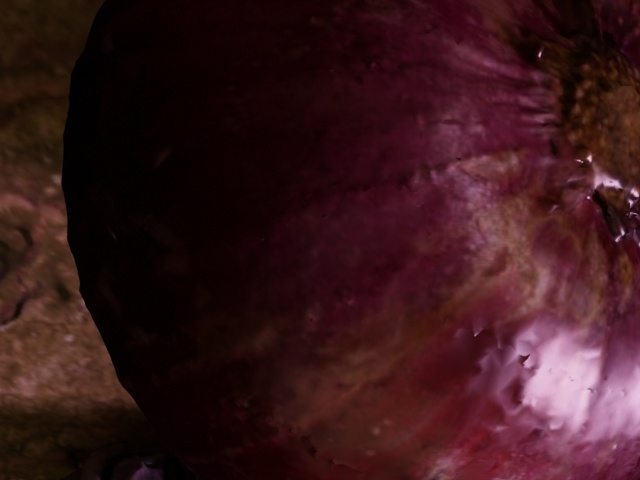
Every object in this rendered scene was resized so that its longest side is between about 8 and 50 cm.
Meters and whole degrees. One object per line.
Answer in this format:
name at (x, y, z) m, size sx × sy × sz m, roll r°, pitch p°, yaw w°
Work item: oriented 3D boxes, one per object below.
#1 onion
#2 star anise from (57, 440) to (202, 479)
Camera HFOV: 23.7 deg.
onion at (0.012, -0.006, 0.596) m, size 0.230 × 0.256 × 0.272 m, roll 12°, pitch 134°, yaw -39°
star anise at (-0.107, 0.179, 1.055) m, size 0.230 × 0.081 × 0.262 m, roll -6°, pitch 158°, yaw 17°
